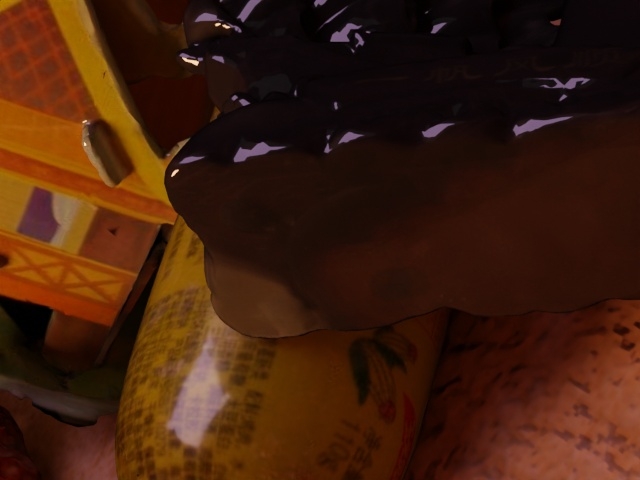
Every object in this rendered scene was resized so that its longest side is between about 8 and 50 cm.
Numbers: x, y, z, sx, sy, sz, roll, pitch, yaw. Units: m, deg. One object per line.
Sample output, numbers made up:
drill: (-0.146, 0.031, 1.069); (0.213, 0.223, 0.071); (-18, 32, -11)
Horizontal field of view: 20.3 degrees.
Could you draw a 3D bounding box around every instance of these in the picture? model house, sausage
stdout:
model house: (-0.201, -0.123, 0.872); (0.313, 0.358, 0.242); (120, 166, -46)
sausage: (0.000, 0.000, 0.759); (0.123, 0.123, 0.347); (-21, 44, 46)

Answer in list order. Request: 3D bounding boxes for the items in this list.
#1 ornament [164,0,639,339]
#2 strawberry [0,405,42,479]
ornament: (0.070, -0.091, 0.690); (0.251, 0.106, 0.260); (-5, 45, 9)
strawberry: (-0.202, 0.185, 0.907); (0.175, 0.107, 0.236); (91, -155, -70)
